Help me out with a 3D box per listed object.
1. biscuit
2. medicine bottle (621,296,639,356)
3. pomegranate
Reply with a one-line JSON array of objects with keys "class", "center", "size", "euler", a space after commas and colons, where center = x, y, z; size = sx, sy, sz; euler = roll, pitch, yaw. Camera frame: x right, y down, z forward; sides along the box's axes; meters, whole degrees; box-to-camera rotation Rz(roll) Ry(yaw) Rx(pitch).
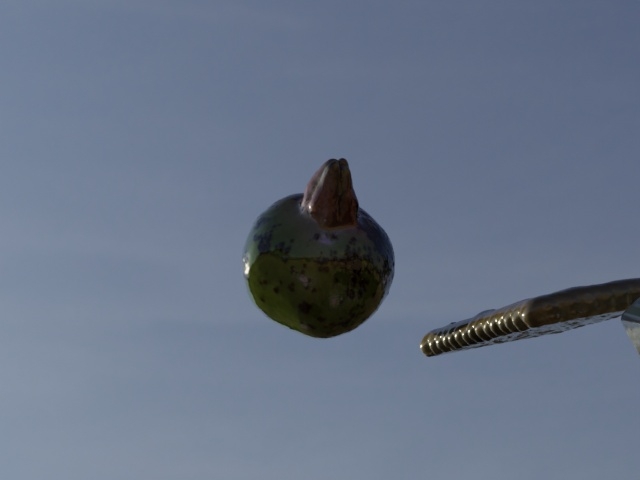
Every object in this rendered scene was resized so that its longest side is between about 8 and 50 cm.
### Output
[{"class": "biscuit", "center": [0.270, 0.090, 1.698], "size": [0.217, 0.044, 0.325], "euler": [-10, -7, -20]}, {"class": "medicine bottle", "center": [0.408, 0.116, 1.445], "size": [0.088, 0.132, 0.188], "euler": [-35, 14, -12]}, {"class": "pomegranate", "center": [0.000, 0.000, 1.860], "size": [0.214, 0.214, 0.248], "euler": [1, -61, -14]}]
